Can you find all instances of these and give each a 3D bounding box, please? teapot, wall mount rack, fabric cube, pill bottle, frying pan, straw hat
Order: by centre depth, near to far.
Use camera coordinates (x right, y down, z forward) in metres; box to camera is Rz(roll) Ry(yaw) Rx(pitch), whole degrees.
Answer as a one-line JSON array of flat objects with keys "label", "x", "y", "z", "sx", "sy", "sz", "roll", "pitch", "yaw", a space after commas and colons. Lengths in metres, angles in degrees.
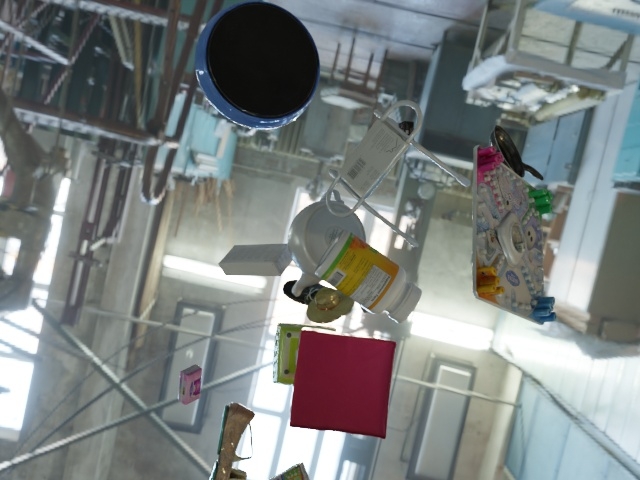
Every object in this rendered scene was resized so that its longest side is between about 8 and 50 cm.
[{"label": "pill bottle", "x": 0.121, "y": 0.094, "z": 1.566, "sx": 0.246, "sy": 0.136, "sz": 0.136, "roll": 34, "pitch": -178, "yaw": -4}, {"label": "wall mount rack", "x": 0.190, "y": -0.166, "z": 1.638, "sx": 0.304, "sy": 0.350, "sz": 0.130, "roll": 47, "pitch": -162, "yaw": 30}, {"label": "fabric cube", "x": 0.056, "y": 0.378, "z": 1.739, "sx": 0.259, "sy": 0.254, "sz": 0.258, "roll": 8, "pitch": 172, "yaw": -1}, {"label": "straw hat", "x": 0.019, "y": 0.166, "z": 1.814, "sx": 0.144, "sy": 0.061, "sz": 0.144, "roll": -13, "pitch": -145, "yaw": 9}, {"label": "teapot", "x": 0.000, "y": 0.000, "z": 1.905, "sx": 0.256, "sy": 0.252, "sz": 0.187, "roll": -27, "pitch": -173, "yaw": -28}, {"label": "frying pan", "x": 0.659, "y": -0.293, "z": 2.187, "sx": 0.053, "sy": 0.197, "sz": 0.326, "roll": -28, "pitch": 165, "yaw": 32}]

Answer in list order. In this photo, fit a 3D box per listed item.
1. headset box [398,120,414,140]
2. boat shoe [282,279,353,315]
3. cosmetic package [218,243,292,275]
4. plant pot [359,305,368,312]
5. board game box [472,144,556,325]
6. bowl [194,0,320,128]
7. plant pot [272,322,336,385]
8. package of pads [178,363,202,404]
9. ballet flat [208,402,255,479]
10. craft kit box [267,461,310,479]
[{"label": "headset box", "x": 0.232, "y": -0.302, "z": 1.822, "sx": 0.032, "sy": 0.062, "sz": 0.083, "roll": 0, "pitch": 178, "yaw": -23}, {"label": "boat shoe", "x": -0.010, "y": 0.167, "z": 1.982, "sx": 0.233, "sy": 0.084, "sz": 0.079, "roll": 16, "pitch": 168, "yaw": 13}, {"label": "cosmetic package", "x": -0.202, "y": 0.063, "z": 2.015, "sx": 0.239, "sy": 0.060, "sz": 0.099, "roll": -2, "pitch": -145, "yaw": 38}, {"label": "plant pot", "x": 0.167, "y": 0.168, "z": 2.007, "sx": 0.109, "sy": 0.096, "sz": 0.109, "roll": -6, "pitch": -127, "yaw": -39}, {"label": "board game box", "x": 0.509, "y": -0.006, "z": 1.651, "sx": 0.050, "sy": 0.390, "sz": 0.390, "roll": -10, "pitch": 157, "yaw": 41}, {"label": "bowl", "x": -0.180, "y": -0.537, "z": 1.939, "sx": 0.391, "sy": 0.391, "sz": 0.077, "roll": 11, "pitch": 173, "yaw": -22}, {"label": "plant pot", "x": -0.052, "y": 0.406, "z": 2.247, "sx": 0.228, "sy": 0.227, "sz": 0.207, "roll": 5, "pitch": 171, "yaw": -4}, {"label": "package of pads", "x": -0.302, "y": 0.334, "z": 1.483, "sx": 0.032, "sy": 0.083, "sz": 0.050, "roll": 21, "pitch": -157, "yaw": 34}, {"label": "ballet flat", "x": -0.244, "y": 0.607, "z": 1.747, "sx": 0.106, "sy": 0.316, "sz": 0.107, "roll": 13, "pitch": -179, "yaw": -6}, {"label": "craft kit box", "x": -0.099, "y": 0.919, "z": 2.186, "sx": 0.061, "sy": 0.250, "sz": 0.247, "roll": -28, "pitch": 168, "yaw": 30}]
